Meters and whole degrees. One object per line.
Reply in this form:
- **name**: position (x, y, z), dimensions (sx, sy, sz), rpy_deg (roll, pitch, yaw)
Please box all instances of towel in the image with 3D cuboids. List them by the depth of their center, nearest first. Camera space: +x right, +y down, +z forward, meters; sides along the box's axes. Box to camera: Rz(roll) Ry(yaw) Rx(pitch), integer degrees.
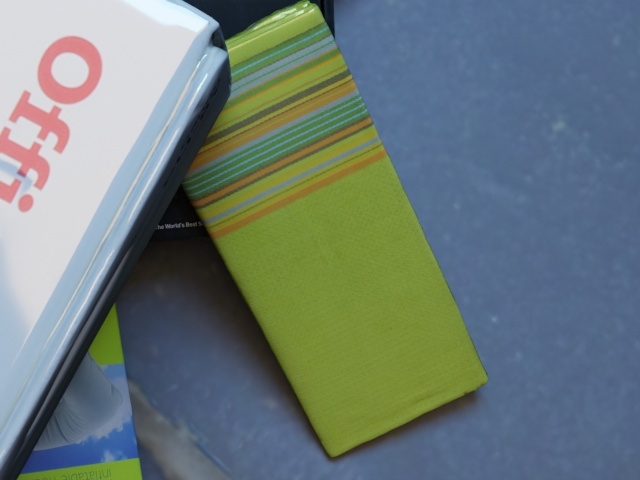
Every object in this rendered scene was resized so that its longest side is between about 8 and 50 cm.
- **towel**: position (0.000, 0.000, 0.728), dimensions (0.102, 0.021, 0.237), rpy_deg (-25, 114, 3)

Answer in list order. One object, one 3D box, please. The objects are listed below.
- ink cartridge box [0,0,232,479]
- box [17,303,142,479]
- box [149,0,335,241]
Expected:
- **ink cartridge box**: position (-0.266, -0.047, 0.587), dimensions (0.384, 0.160, 0.279), rpy_deg (29, 89, 0)
- **box**: position (-0.149, 0.107, 0.720), dimensions (0.109, 0.042, 0.178), rpy_deg (-2, 76, -41)
- **box**: position (-0.084, -0.080, 0.736), dimensions (0.180, 0.077, 0.147), rpy_deg (-4, 111, -6)
